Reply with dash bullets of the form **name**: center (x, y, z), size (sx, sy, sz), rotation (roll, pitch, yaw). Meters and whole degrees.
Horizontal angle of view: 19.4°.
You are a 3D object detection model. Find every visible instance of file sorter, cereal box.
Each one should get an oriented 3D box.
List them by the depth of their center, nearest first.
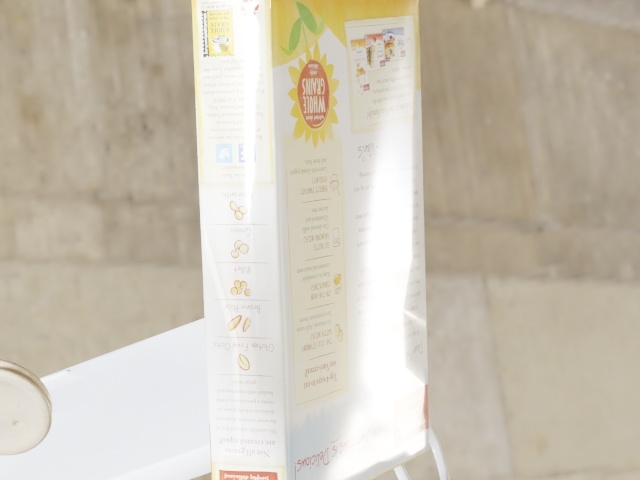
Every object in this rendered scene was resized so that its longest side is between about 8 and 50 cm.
- **cereal box**: center (0.000, 0.000, 0.901), size (0.047, 0.240, 0.173), rotation (1, -175, 25)
- **file sorter**: center (-0.063, 0.168, 1.277), size (0.278, 0.173, 0.193), rotation (-20, -159, 8)

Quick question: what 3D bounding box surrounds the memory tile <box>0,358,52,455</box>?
- **memory tile**: center (-0.175, 0.048, 0.638), size (0.148, 0.012, 0.113), rotation (36, 119, -17)
